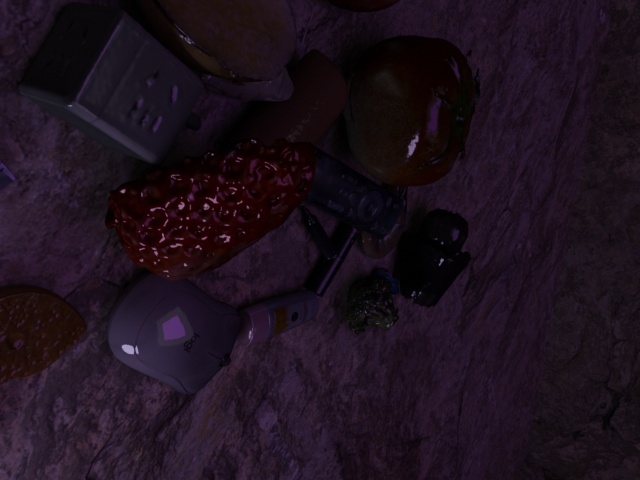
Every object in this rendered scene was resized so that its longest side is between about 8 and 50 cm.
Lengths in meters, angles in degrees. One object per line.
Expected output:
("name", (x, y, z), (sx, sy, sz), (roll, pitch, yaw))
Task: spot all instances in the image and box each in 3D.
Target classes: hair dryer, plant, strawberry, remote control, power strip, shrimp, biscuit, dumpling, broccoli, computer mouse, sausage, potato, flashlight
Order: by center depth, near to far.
("power strip", (-0.257, -0.193, 0.880), (0.224, 0.139, 0.140), (38, 76, -53))
("biscuit", (-0.432, 0.132, 0.911), (0.220, 0.029, 0.142), (-16, 121, -47))
("potato", (-0.169, -0.348, 0.924), (0.299, 0.116, 0.239), (43, 56, -28))
("strawberry", (-0.144, -0.039, 0.948), (0.265, 0.336, 0.149), (-9, 82, -54))
("dumpling", (-0.119, -0.296, 1.053), (0.169, 0.100, 0.134), (1, 79, -16))
("computer mouse", (-0.227, 0.164, 1.118), (0.184, 0.121, 0.297), (-58, 142, -17))
("sausage", (-0.050, -0.212, 1.149), (0.253, 0.123, 0.123), (-52, 141, -20))
("remote control", (0.044, -0.100, 1.353), (0.377, 0.044, 0.107), (24, 101, -46))
("hair dryer", (-0.009, 0.010, 1.386), (0.195, 0.050, 0.173), (41, 73, -48))
("shrimp", (0.146, -0.074, 1.532), (0.145, 0.059, 0.254), (-16, 125, -36))
("broccoli", (0.124, 0.155, 1.560), (0.145, 0.138, 0.162), (-41, 165, -20))
("flashlight", (0.169, 0.109, 1.662), (0.051, 0.051, 0.129), (-60, 149, -11))
("plant", (0.291, 0.041, 1.684), (0.141, 0.164, 0.256), (6, 105, -51))

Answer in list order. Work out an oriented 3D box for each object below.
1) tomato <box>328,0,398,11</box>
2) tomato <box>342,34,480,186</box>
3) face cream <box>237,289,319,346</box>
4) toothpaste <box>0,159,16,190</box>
("tomato", (0.073, -0.488, 1.158), (0.214, 0.181, 0.155), (-9, 132, -42))
("tomato", (0.176, -0.267, 1.319), (0.303, 0.238, 0.304), (-40, 137, -51))
("face cream", (-0.086, 0.155, 1.343), (0.198, 0.057, 0.084), (-16, 119, -48))
("toothpaste", (-0.452, -0.036, 0.803), (0.170, 0.028, 0.045), (-52, 134, -25))
